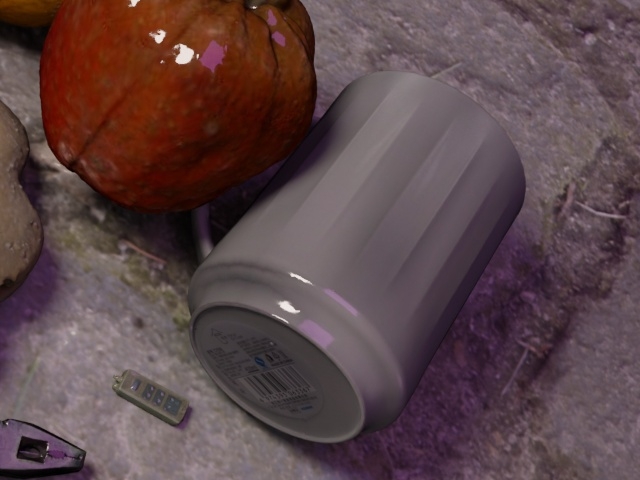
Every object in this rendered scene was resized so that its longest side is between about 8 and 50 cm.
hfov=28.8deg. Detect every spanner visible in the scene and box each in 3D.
[{"bbox_3d":[-0.363,0.161,1.084,0.325,0.040,0.096,16,64,-21],"label":"spanner"}]

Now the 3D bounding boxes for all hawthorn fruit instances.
[{"bbox_3d":[-0.130,-0.150,1.161,0.258,0.258,0.262,21,103,-21],"label":"hawthorn fruit"}]

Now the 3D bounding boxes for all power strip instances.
[{"bbox_3d":[-0.166,0.152,1.212,0.083,0.017,0.027,32,57,-17],"label":"power strip"}]

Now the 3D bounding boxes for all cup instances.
[{"bbox_3d":[0.000,0.000,1.257,0.323,0.237,0.327,26,55,16],"label":"cup"}]

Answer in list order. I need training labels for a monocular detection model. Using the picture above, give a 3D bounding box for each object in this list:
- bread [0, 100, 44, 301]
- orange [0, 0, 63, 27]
[{"bbox_3d":[-0.348,-0.043,1.130,0.183,0.102,0.337,1,65,-33],"label":"bread"},{"bbox_3d":[-0.287,-0.313,1.225,0.219,0.193,0.219,25,33,-18],"label":"orange"}]
